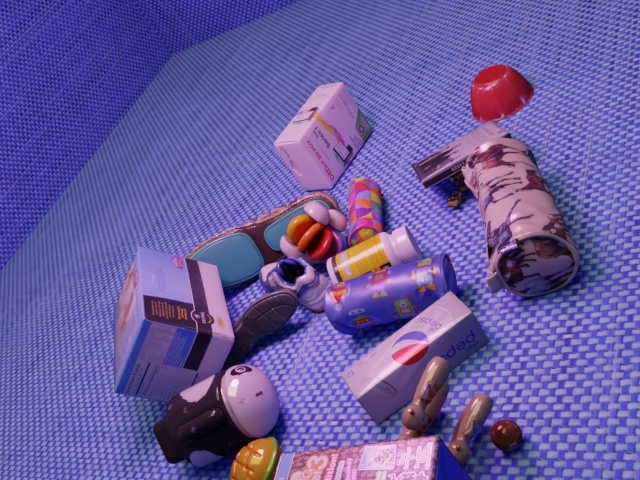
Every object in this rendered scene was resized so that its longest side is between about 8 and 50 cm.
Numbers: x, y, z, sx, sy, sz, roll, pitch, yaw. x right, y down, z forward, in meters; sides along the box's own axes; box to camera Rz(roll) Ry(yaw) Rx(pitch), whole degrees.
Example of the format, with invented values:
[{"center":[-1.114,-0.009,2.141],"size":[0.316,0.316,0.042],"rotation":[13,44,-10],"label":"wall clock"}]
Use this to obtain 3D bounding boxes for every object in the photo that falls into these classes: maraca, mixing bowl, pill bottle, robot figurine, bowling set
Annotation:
[{"center":[-0.138,0.477,1.496],"size":[0.185,0.099,0.127],"rotation":[-54,16,19],"label":"maraca"},{"center":[0.489,-0.425,2.069],"size":[0.181,0.098,0.181],"rotation":[-25,32,18],"label":"mixing bowl"},{"center":[0.131,0.052,1.765],"size":[0.208,0.119,0.119],"rotation":[-27,33,15],"label":"pill bottle"},{"center":[-0.225,0.382,1.622],"size":[0.278,0.173,0.209],"rotation":[-29,32,13],"label":"robot figurine"},{"center":[0.229,0.334,1.261],"size":[0.200,0.287,0.154],"rotation":[26,69,18],"label":"bowling set"}]

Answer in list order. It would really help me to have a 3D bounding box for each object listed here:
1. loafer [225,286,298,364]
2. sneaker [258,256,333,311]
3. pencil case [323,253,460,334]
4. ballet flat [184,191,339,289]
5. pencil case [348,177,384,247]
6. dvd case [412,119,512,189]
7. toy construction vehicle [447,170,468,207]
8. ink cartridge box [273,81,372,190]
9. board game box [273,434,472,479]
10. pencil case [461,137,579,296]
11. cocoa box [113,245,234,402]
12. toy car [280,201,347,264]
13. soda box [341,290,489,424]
[{"center":[-0.160,0.199,1.852],"size":[0.267,0.096,0.084],"rotation":[-42,15,17],"label":"loafer"},{"center":[-0.079,0.085,1.914],"size":[0.296,0.131,0.112],"rotation":[11,57,52],"label":"sneaker"},{"center":[0.158,0.127,1.636],"size":[0.306,0.133,0.119],"rotation":[-18,24,25],"label":"pencil case"},{"center":[-0.165,0.000,2.115],"size":[0.483,0.164,0.182],"rotation":[-27,11,4],"label":"ballet flat"},{"center":[0.119,-0.068,1.960],"size":[0.104,0.104,0.236],"rotation":[-23,32,20],"label":"pencil case"},{"center":[0.350,-0.219,1.861],"size":[0.239,0.029,0.179],"rotation":[-29,16,9],"label":"dvd case"},{"center":[0.350,-0.137,1.844],"size":[0.035,0.086,0.098],"rotation":[16,42,33],"label":"toy construction vehicle"},{"center":[0.012,-0.317,2.281],"size":[0.117,0.201,0.278],"rotation":[1,48,45],"label":"ink cartridge box"},{"center":[0.097,0.446,1.178],"size":[0.291,0.232,0.141],"rotation":[-15,36,29],"label":"board game box"},{"center":[0.415,-0.062,1.606],"size":[0.184,0.160,0.410],"rotation":[-13,37,9],"label":"pencil case"},{"center":[-0.381,0.212,1.865],"size":[0.231,0.228,0.347],"rotation":[-65,25,21],"label":"cocoa box"},{"center":[0.000,0.000,1.922],"size":[0.159,0.182,0.136],"rotation":[-54,52,13],"label":"toy car"},{"center":[0.189,0.235,1.492],"size":[0.286,0.098,0.091],"rotation":[-36,32,-2],"label":"soda box"}]
